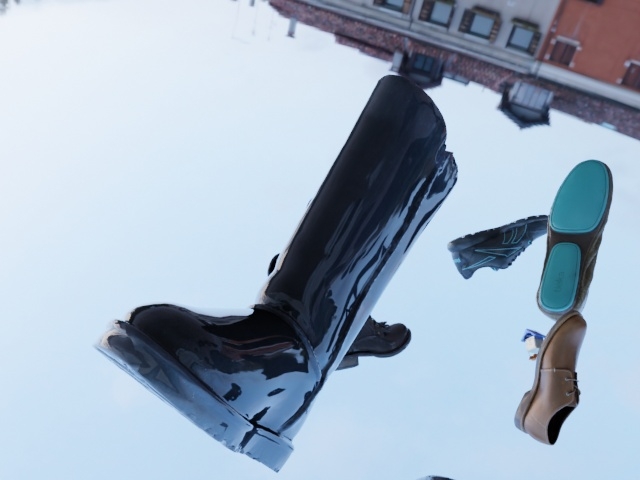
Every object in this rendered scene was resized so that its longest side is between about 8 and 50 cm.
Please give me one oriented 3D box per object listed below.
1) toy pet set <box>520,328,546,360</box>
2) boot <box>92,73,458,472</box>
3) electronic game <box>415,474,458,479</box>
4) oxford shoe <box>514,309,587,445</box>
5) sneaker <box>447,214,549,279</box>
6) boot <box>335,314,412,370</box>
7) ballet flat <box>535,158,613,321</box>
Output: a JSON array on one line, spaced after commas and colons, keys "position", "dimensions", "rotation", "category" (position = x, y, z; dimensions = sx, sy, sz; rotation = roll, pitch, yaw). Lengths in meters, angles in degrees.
[{"position": [0.634, 0.296, 1.855], "dimensions": [0.114, 0.122, 0.065], "rotation": [14, -123, -25], "category": "toy pet set"}, {"position": [0.000, 0.001, 0.690], "dimensions": [0.146, 0.367, 0.445], "rotation": [30, -107, 21], "category": "boot"}, {"position": [0.312, 0.570, 1.396], "dimensions": [0.229, 0.048, 0.229], "rotation": [19, 177, 1], "category": "electronic game"}, {"position": [0.371, 0.212, 0.982], "dimensions": [0.076, 0.212, 0.076], "rotation": [9, -169, -29], "category": "oxford shoe"}, {"position": [0.441, 0.012, 1.533], "dimensions": [0.267, 0.106, 0.101], "rotation": [-18, 174, 6], "category": "sneaker"}, {"position": [0.080, 0.131, 1.320], "dimensions": [0.263, 0.229, 0.091], "rotation": [-11, -172, -38], "category": "boot"}, {"position": [0.518, 0.010, 1.293], "dimensions": [0.116, 0.342, 0.124], "rotation": [4, 159, 37], "category": "ballet flat"}]
